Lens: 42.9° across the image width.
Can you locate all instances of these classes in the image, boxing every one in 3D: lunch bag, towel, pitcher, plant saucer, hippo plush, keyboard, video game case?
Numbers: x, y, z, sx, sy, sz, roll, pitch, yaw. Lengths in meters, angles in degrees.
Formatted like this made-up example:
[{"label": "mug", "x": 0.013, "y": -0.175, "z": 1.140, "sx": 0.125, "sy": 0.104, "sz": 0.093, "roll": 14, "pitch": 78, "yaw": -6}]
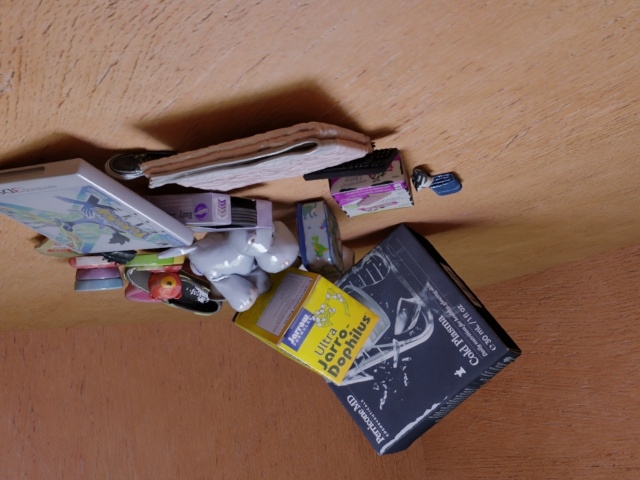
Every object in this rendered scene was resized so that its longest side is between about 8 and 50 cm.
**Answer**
[{"label": "lunch bag", "x": 0.000, "y": 0.000, "z": 2.013, "sx": 0.090, "sy": 0.176, "sz": 0.219, "roll": -8, "pitch": 166, "yaw": 9}, {"label": "towel", "x": 0.295, "y": -0.130, "z": 1.919, "sx": 0.067, "sy": 0.029, "sz": 0.119, "roll": -12, "pitch": 167, "yaw": 18}, {"label": "pitcher", "x": -0.003, "y": 0.059, "z": 2.471, "sx": 0.207, "sy": 0.126, "sz": 0.178, "roll": 3, "pitch": 154, "yaw": 6}, {"label": "towel", "x": -0.101, "y": -0.140, "z": 1.444, "sx": 0.331, "sy": 0.053, "sz": 0.317, "roll": -11, "pitch": 180, "yaw": 18}, {"label": "plant saucer", "x": -0.455, "y": 0.130, "z": 2.591, "sx": 0.332, "sy": 0.084, "sz": 0.332, "roll": -6, "pitch": 168, "yaw": -1}, {"label": "hippo plush", "x": -0.179, "y": -0.005, "z": 1.943, "sx": 0.294, "sy": 0.234, "sz": 0.236, "roll": 39, "pitch": 124, "yaw": -20}, {"label": "keyboard", "x": 0.061, "y": -0.155, "z": 1.568, "sx": 0.180, "sy": 0.023, "sz": 0.108, "roll": -2, "pitch": -147, "yaw": 31}, {"label": "video game case", "x": -0.453, "y": -0.053, "z": 1.536, "sx": 0.299, "sy": 0.036, "sz": 0.329, "roll": -4, "pitch": 157, "yaw": 28}]

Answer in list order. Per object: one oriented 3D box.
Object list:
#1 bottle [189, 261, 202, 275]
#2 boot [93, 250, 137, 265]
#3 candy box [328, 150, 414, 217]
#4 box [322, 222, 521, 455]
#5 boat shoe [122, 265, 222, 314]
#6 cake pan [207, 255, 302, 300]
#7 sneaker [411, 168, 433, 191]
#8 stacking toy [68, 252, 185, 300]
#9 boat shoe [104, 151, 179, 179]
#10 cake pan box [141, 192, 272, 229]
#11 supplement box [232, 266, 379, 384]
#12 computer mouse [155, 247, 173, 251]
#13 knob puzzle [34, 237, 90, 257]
[{"label": "bottle", "x": -0.250, "y": 0.037, "z": 2.237, "sx": 0.282, "sy": 0.092, "sz": 0.118, "roll": -18, "pitch": 166, "yaw": 42}, {"label": "boot", "x": -0.488, "y": 0.019, "z": 1.971, "sx": 0.121, "sy": 0.045, "sz": 0.099, "roll": -24, "pitch": 146, "yaw": 34}, {"label": "candy box", "x": 0.113, "y": -0.117, "z": 1.768, "sx": 0.159, "sy": 0.071, "sz": 0.233, "roll": -10, "pitch": 169, "yaw": 11}, {"label": "box", "x": 0.247, "y": 0.292, "z": 2.409, "sx": 0.472, "sy": 0.480, "sz": 0.297, "roll": -43, "pitch": 159, "yaw": 11}, {"label": "boat shoe", "x": -0.427, "y": 0.136, "z": 2.376, "sx": 0.305, "sy": 0.109, "sz": 0.091, "roll": 21, "pitch": -169, "yaw": -17}, {"label": "cake pan", "x": -0.193, "y": 0.085, "z": 2.320, "sx": 0.293, "sy": 0.054, "sz": 0.293, "roll": -20, "pitch": -167, "yaw": 5}, {"label": "sneaker", "x": 0.231, "y": -0.142, "z": 1.821, "sx": 0.043, "sy": 0.040, "sz": 0.109, "roll": -23, "pitch": 172, "yaw": -2}, {"label": "stacking toy", "x": -0.514, "y": 0.103, "z": 2.177, "sx": 0.308, "sy": 0.130, "sz": 0.279, "roll": -3, "pitch": 179, "yaw": -10}, {"label": "boat shoe", "x": -0.316, "y": -0.140, "z": 1.468, "sx": 0.142, "sy": 0.049, "sz": 0.040, "roll": -7, "pitch": 165, "yaw": -34}, {"label": "cake pan box", "x": -0.263, "y": -0.056, "z": 1.718, "sx": 0.266, "sy": 0.070, "sz": 0.245, "roll": -3, "pitch": 179, "yaw": 24}, {"label": "supplement box", "x": -0.047, "y": 0.196, "z": 2.036, "sx": 0.195, "sy": 0.194, "sz": 0.356, "roll": 35, "pitch": 171, "yaw": -22}, {"label": "computer mouse", "x": -0.403, "y": -0.001, "z": 2.041, "sx": 0.184, "sy": 0.060, "sz": 0.262, "roll": 0, "pitch": 167, "yaw": -28}, {"label": "knob puzzle", "x": -0.616, "y": 0.008, "z": 2.032, "sx": 0.213, "sy": 0.030, "sz": 0.213, "roll": -8, "pitch": 168, "yaw": -2}]
